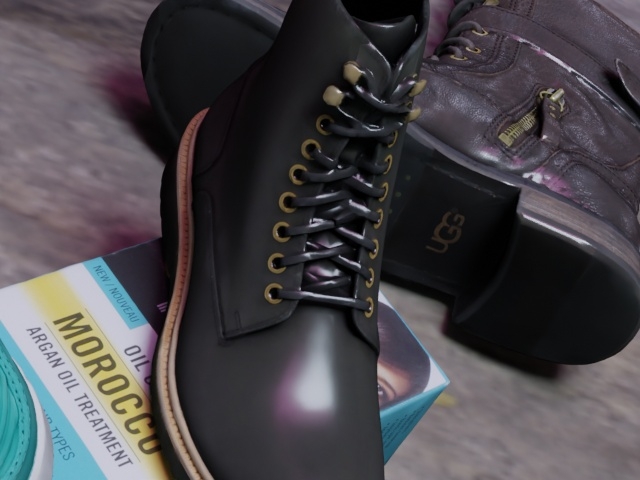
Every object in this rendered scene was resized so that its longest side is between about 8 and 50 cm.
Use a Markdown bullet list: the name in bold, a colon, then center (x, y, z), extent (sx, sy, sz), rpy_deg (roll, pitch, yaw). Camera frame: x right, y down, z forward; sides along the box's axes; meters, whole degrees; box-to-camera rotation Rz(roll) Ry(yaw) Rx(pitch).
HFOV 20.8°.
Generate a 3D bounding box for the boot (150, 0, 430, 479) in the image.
- **boot**: center (0.000, 0.000, 0.557), extent (0.077, 0.137, 0.198), rpy_deg (5, 51, -28)

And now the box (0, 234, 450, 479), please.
- **box**: center (-0.075, 0.064, 0.601), extent (0.244, 0.060, 0.100), rpy_deg (-20, 65, -42)

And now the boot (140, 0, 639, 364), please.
- **boot**: center (0.059, -0.070, 0.802), extent (0.263, 0.091, 0.229), rpy_deg (33, 37, -8)

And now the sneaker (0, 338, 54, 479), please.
- **sneaker**: center (-0.218, 0.015, 0.425), extent (0.296, 0.178, 0.123), rpy_deg (9, 66, 0)
